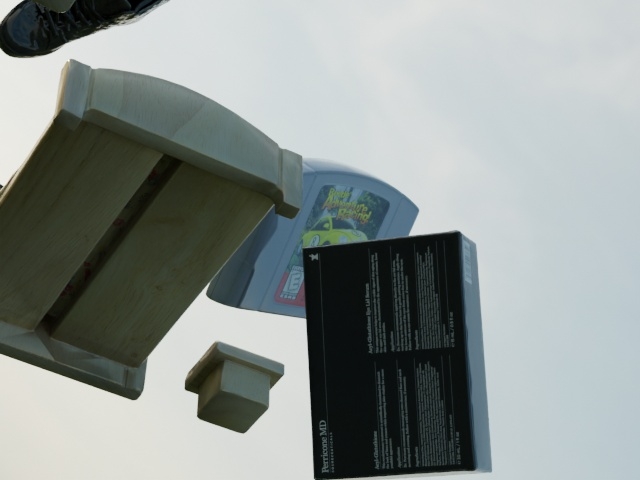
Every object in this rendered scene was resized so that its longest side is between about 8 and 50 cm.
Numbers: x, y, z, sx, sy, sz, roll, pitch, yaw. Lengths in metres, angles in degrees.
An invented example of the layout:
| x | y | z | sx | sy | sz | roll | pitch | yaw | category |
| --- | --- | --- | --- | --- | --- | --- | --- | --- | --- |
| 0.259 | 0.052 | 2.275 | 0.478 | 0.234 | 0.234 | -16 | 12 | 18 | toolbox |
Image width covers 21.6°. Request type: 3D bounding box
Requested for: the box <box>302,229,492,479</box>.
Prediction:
| x | y | z | sx | sy | sz | roll | pitch | yaw | category |
| --- | --- | --- | --- | --- | --- | --- | --- | --- | --- |
| 0.085 | 0.132 | 1.860 | 0.103 | 0.184 | 0.261 | 31 | 55 | -72 | box |

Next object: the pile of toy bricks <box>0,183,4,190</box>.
| x | y | z | sx | sy | sz | roll | pitch | yaw | category |
| --- | --- | --- | --- | --- | --- | --- | --- | --- | --- |
| -0.299 | -0.005 | 1.338 | 0.212 | 0.105 | 0.118 | 33 | -11 | -25 | pile of toy bricks |

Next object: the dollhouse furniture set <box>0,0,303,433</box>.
| x | y | z | sx | sy | sz | roll | pitch | yaw | category |
| --- | --- | --- | --- | --- | --- | --- | --- | --- | --- |
| -0.115 | -0.089 | 0.917 | 0.356 | 0.173 | 0.303 | 23 | -47 | -23 | dollhouse furniture set |

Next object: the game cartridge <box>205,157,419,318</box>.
| x | y | z | sx | sy | sz | roll | pitch | yaw | category |
| --- | --- | --- | --- | --- | --- | --- | --- | --- | --- |
| 0.000 | 0.000 | 2.045 | 0.060 | 0.196 | 0.294 | 26 | 10 | 38 | game cartridge |

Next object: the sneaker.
| x | y | z | sx | sy | sz | roll | pitch | yaw | category |
| --- | --- | --- | --- | --- | --- | --- | --- | --- | --- |
| -0.181 | -0.199 | 1.391 | 0.089 | 0.170 | 0.051 | -18 | -87 | 65 | sneaker |
